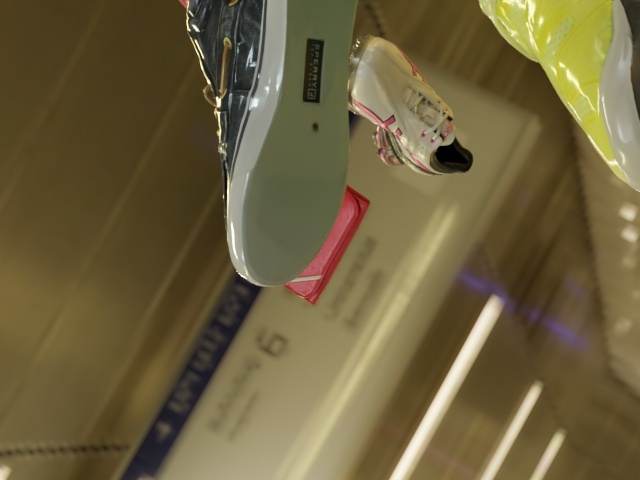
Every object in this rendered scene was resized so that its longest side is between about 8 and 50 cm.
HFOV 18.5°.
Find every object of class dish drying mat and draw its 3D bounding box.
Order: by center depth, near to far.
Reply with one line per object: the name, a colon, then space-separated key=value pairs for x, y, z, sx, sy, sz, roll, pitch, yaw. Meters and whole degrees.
dish drying mat: x=0.000 y=0.000 z=1.145 sx=0.008 sy=0.032 sz=0.083 roll=-39 pitch=-19 yaw=-51

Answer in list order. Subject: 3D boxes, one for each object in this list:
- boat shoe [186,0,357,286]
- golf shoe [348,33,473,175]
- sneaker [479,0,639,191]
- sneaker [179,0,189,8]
boat shoe: x=-0.031 y=-0.070 z=1.013 sx=0.065 sy=0.083 sz=0.183 roll=9 pitch=-90 yaw=-40
golf shoe: x=0.077 y=-0.115 z=1.670 sx=0.067 sy=0.086 sz=0.186 roll=-65 pitch=-29 yaw=-15
sneaker: x=0.086 y=-0.171 z=0.964 sx=0.147 sy=0.384 sz=0.145 roll=-29 pitch=-33 yaw=14
sneaker: x=-0.058 y=-0.292 z=1.386 sx=0.121 sy=0.112 sz=0.299 roll=-22 pitch=48 yaw=50
